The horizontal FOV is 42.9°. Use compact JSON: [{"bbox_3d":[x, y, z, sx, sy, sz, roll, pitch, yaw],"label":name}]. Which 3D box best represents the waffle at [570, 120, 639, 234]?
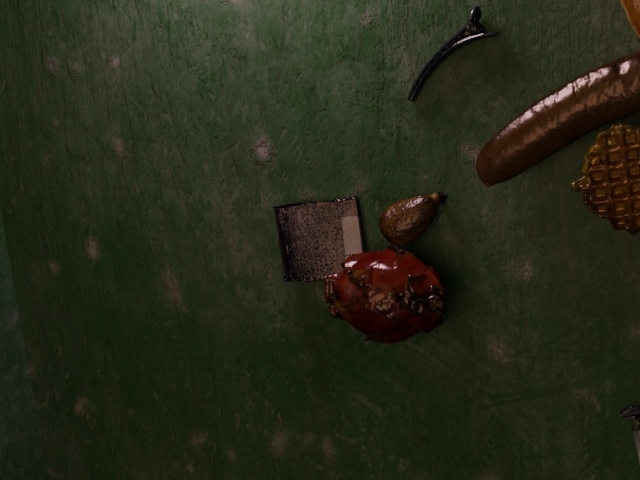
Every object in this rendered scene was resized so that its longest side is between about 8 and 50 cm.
[{"bbox_3d":[0.661,-0.134,1.711,0.237,0.059,0.243,29,119,-2],"label":"waffle"}]

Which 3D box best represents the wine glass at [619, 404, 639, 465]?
[{"bbox_3d":[0.739,0.455,1.846,0.072,0.072,0.155,-22,89,35],"label":"wine glass"}]

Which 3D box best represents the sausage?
[{"bbox_3d":[0.543,-0.271,1.752,0.500,0.123,0.136,-28,70,34],"label":"sausage"}]

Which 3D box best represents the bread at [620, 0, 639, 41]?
[{"bbox_3d":[0.704,-0.522,1.599,0.235,0.099,0.211,-23,89,35],"label":"bread"}]

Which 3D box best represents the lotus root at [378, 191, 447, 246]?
[{"bbox_3d":[0.229,-0.062,2.033,0.190,0.094,0.108,-37,74,30],"label":"lotus root"}]

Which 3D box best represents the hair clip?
[{"bbox_3d":[0.295,-0.432,1.930,0.275,0.048,0.083,-40,81,39],"label":"hair clip"}]

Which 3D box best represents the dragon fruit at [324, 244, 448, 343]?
[{"bbox_3d":[0.167,0.141,2.048,0.315,0.250,0.250,-20,91,21],"label":"dragon fruit"}]

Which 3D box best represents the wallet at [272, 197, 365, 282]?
[{"bbox_3d":[0.000,0.000,2.220,0.262,0.071,0.221,-5,95,30],"label":"wallet"}]
